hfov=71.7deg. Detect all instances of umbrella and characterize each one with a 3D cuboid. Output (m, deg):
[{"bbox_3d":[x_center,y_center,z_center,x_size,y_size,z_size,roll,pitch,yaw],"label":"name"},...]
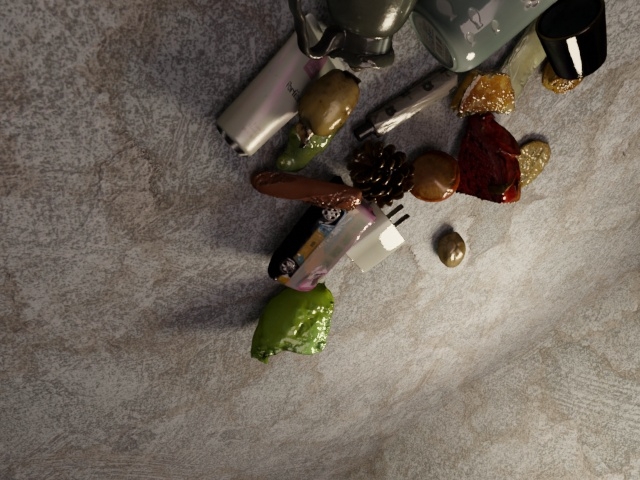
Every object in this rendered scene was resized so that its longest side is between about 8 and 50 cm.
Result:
[{"bbox_3d":[0.246,-0.390,1.287,0.337,0.067,0.073,-32,132,2],"label":"umbrella"}]

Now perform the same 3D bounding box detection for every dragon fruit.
[{"bbox_3d":[0.531,-0.267,1.448,0.240,0.302,0.330,-16,109,5],"label":"dragon fruit"}]

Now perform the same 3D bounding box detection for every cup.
[{"bbox_3d":[0.338,-0.608,1.044,0.274,0.259,0.356,-41,103,11],"label":"cup"},{"bbox_3d":[0.740,-0.597,1.250,0.239,0.166,0.177,-53,133,1],"label":"cup"}]

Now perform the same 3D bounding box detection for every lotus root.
[{"bbox_3d":[0.008,-0.323,1.086,0.118,0.125,0.221,44,102,-7],"label":"lotus root"}]

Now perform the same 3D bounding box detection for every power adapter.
[{"bbox_3d":[0.196,-0.026,1.541,0.255,0.124,0.187,-37,136,8],"label":"power adapter"}]

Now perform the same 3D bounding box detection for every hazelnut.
[{"bbox_3d":[0.373,-0.202,1.448,0.182,0.182,0.182,-14,133,-16],"label":"hazelnut"}]

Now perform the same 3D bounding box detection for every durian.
[{"bbox_3d":[-0.092,0.294,1.613,0.256,0.204,0.339,20,80,-8],"label":"durian"}]

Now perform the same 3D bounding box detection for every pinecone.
[{"bbox_3d":[0.171,-0.207,1.338,0.212,0.169,0.185,23,85,-27],"label":"pinecone"}]

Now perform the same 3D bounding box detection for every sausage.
[{"bbox_3d":[-0.048,-0.142,1.236,0.327,0.087,0.079,12,90,10],"label":"sausage"}]

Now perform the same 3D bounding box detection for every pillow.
[{"bbox_3d":[0.620,-0.549,1.352,0.148,0.050,0.229,12,119,-41],"label":"pillow"}]

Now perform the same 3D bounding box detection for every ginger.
[{"bbox_3d":[-0.016,-0.299,1.215,0.290,0.089,0.137,-41,139,12],"label":"ginger"}]

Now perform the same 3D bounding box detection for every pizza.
[{"bbox_3d":[0.496,-0.443,1.326,0.226,0.069,0.147,-9,134,-16],"label":"pizza"}]

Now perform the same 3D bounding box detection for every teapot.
[{"bbox_3d":[0.090,-0.498,0.980,0.305,0.223,0.285,-54,162,-42],"label":"teapot"}]

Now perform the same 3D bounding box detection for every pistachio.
[{"bbox_3d":[0.530,0.044,1.793,0.108,0.126,0.185,11,141,19],"label":"pistachio"}]

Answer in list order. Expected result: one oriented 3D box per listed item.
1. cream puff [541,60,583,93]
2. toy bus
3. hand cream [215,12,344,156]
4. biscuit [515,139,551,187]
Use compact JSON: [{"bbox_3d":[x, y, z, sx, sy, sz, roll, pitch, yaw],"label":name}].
[{"bbox_3d":[0.781,-0.537,1.404,0.126,0.103,0.144,4,120,-28],"label":"cream puff"},{"bbox_3d":[0.000,0.000,1.407,0.162,0.171,0.386,34,111,-17],"label":"toy bus"},{"bbox_3d":[-0.102,-0.367,1.107,0.359,0.118,0.185,-45,135,2],"label":"hand cream"},{"bbox_3d":[0.777,-0.284,1.675,0.220,0.033,0.219,-15,135,-16],"label":"biscuit"}]
